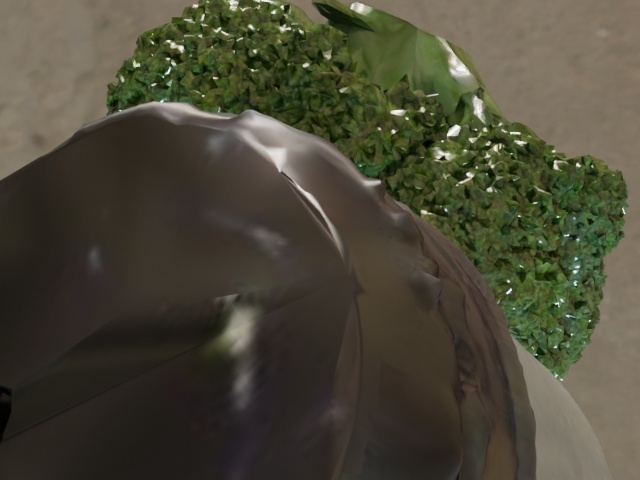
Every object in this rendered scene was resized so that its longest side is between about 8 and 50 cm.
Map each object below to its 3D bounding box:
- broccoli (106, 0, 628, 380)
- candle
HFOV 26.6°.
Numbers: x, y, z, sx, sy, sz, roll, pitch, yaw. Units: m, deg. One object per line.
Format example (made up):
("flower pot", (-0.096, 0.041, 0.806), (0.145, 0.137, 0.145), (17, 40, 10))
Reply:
("broccoli", (0.008, 0.002, 0.857), (0.310, 0.413, 0.321), (-39, 66, -10))
("candle", (-0.004, 0.105, 0.514), (0.221, 0.221, 0.342), (-64, 150, -9))
